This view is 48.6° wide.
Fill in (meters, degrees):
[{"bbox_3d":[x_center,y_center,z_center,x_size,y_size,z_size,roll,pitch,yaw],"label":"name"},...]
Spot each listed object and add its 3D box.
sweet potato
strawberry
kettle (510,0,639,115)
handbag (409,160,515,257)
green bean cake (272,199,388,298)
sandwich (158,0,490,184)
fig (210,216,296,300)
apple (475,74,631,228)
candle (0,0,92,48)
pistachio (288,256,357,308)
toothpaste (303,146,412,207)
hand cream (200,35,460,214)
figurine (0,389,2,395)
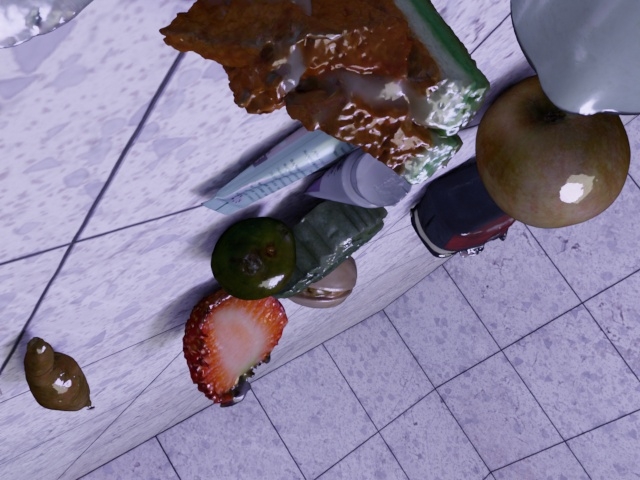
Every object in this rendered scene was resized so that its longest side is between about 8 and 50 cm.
[{"bbox_3d":[-0.371,0.186,0.976,0.074,0.075,0.269,-30,157,-18],"label":"sweet potato"},{"bbox_3d":[-0.174,0.147,1.290,0.233,0.137,0.306,-48,150,-27],"label":"strawberry"},{"bbox_3d":[0.334,-0.312,0.548,0.361,0.250,0.377,-60,177,-14],"label":"kettle"},{"bbox_3d":[0.340,-0.070,1.587,0.254,0.181,0.181,-27,165,-17],"label":"handbag"},{"bbox_3d":[0.000,0.000,1.094,0.183,0.094,0.185,-40,175,28],"label":"green bean cake"},{"bbox_3d":[0.012,-0.124,0.464,0.109,0.185,0.160,-50,165,32],"label":"sandwich"},{"bbox_3d":[-0.111,0.030,0.997,0.117,0.117,0.177,-24,-173,-38],"label":"fig"},{"bbox_3d":[0.389,-0.154,1.187,0.257,0.257,0.234,-32,154,-7],"label":"apple"},{"bbox_3d":[-0.108,-0.163,0.255,0.192,0.068,0.168,-39,167,9],"label":"candle"},{"bbox_3d":[0.003,0.078,1.461,0.185,0.124,0.124,-3,151,-38],"label":"pistachio"},{"bbox_3d":[0.045,-0.083,0.903,0.114,0.073,0.299,-32,-170,-5],"label":"toothpaste"},{"bbox_3d":[0.018,-0.119,0.797,0.331,0.058,0.085,-35,170,7],"label":"hand cream"},{"bbox_3d":[-0.455,0.192,0.785,0.187,0.083,0.083,-23,166,-17],"label":"figurine"}]
